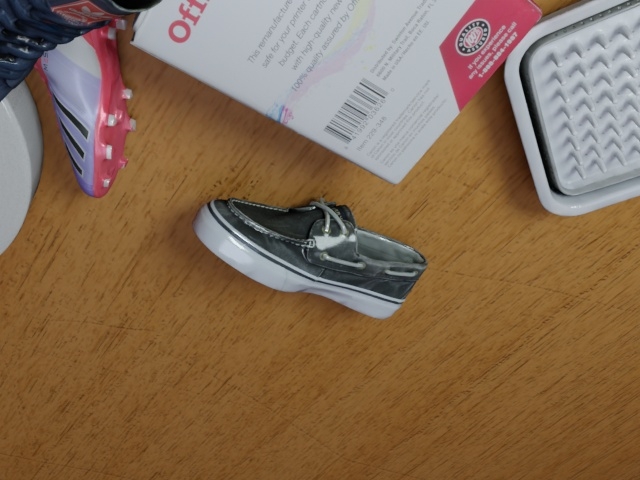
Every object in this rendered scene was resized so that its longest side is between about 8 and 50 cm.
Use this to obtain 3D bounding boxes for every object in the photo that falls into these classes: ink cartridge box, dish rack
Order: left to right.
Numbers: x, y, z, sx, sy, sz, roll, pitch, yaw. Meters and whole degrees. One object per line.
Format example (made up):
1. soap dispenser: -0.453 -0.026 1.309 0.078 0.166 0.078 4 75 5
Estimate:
1. ink cartridge box: 0.014 -0.224 0.570 0.306 0.131 0.226 26 122 -26
2. dish rack: 0.390 -0.186 0.689 0.332 0.072 0.286 -20 130 16

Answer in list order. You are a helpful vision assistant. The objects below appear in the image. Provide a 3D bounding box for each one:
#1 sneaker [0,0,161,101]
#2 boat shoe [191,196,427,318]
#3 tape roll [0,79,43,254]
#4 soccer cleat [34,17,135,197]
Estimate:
1. sneaker: -0.207 -0.191 0.449 0.350 0.148 0.131 -44 165 26
2. boat shoe: 0.000 0.000 0.774 0.335 0.121 0.119 20 115 -37
3. tape roll: -0.494 -0.109 0.609 0.391 0.072 0.392 -5 129 -6
4. soccer cleat: -0.249 -0.159 0.616 0.095 0.083 0.248 12 126 0
